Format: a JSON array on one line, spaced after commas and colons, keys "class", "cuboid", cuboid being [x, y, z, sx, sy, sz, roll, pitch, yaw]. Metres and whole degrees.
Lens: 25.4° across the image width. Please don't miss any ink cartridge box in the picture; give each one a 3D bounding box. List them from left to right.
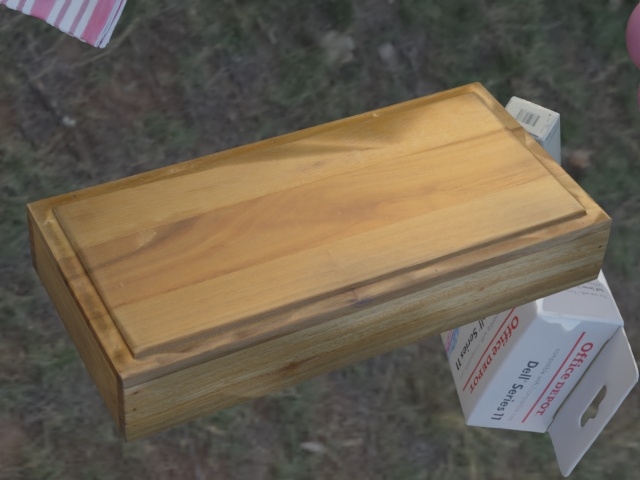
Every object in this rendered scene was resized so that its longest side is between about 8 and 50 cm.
[{"class": "ink cartridge box", "cuboid": [0.241, 0.086, 1.711, 0.119, 0.207, 0.353, 8, 41, -20]}]

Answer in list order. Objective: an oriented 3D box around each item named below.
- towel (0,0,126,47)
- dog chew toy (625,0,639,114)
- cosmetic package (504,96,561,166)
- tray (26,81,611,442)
[{"class": "towel", "cuboid": [-0.256, -0.270, 1.259, 0.197, 0.144, 0.029, 23, 22, -7]}, {"class": "dog chew toy", "cuboid": [0.464, -0.159, 1.640, 0.206, 0.206, 0.332, -5, 64, -42]}, {"class": "cosmetic package", "cuboid": [0.230, -0.102, 1.568, 0.041, 0.060, 0.115, -56, 154, -22]}, {"class": "tray", "cuboid": [0.000, 0.000, 1.122, 0.411, 0.203, 0.076, -18, 136, -21]}]
